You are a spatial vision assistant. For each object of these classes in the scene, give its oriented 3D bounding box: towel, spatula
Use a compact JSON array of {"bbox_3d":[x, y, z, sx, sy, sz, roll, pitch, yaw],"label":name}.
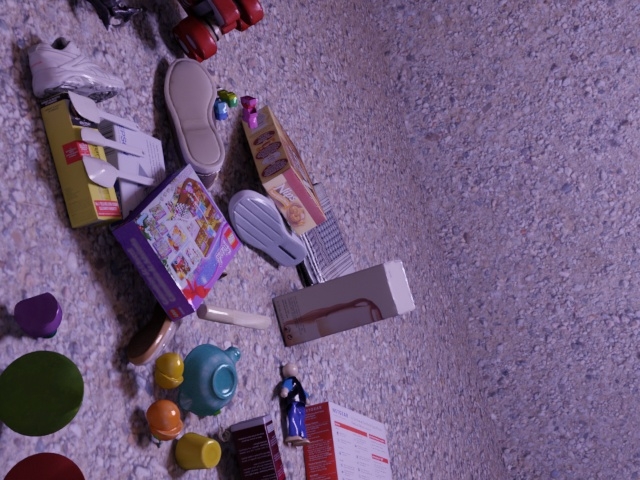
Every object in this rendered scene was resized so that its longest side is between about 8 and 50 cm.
[{"bbox_3d":[0.000,0.000,2.589,0.324,0.056,0.312,-29,101,-67],"label":"towel"},{"bbox_3d":[-0.375,-0.169,1.732,0.168,0.019,0.242,70,14,11],"label":"spatula"}]

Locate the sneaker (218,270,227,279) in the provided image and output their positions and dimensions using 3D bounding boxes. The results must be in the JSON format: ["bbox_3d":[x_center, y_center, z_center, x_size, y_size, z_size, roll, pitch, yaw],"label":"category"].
[{"bbox_3d":[-0.262,0.029,1.941,0.192,0.064,0.086,22,46,-63],"label":"sneaker"}]

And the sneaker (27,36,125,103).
[{"bbox_3d":[-0.440,-0.314,1.734,0.232,0.090,0.115,-3,73,-69],"label":"sneaker"}]

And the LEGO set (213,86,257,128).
[{"bbox_3d":[-0.228,-0.288,2.180,0.227,0.087,0.093,28,-48,54],"label":"LEGO set"}]

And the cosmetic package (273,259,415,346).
[{"bbox_3d":[0.058,0.151,2.285,0.153,0.296,0.129,-4,76,-67],"label":"cosmetic package"}]

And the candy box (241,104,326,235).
[{"bbox_3d":[-0.093,-0.177,2.333,0.183,0.087,0.316,55,9,-37],"label":"candy box"}]

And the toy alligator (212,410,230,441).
[{"bbox_3d":[-0.218,0.299,1.856,0.051,0.056,0.190,10,-63,65],"label":"toy alligator"}]

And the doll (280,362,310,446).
[{"bbox_3d":[-0.060,0.368,2.176,0.129,0.046,0.189,40,39,-55],"label":"doll"}]

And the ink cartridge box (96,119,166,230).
[{"bbox_3d":[-0.341,-0.105,1.863,0.224,0.045,0.223,24,51,-62],"label":"ink cartridge box"}]

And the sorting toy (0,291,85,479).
[{"bbox_3d":[-0.402,0.264,1.410,0.126,0.127,0.366,95,-14,-64],"label":"sorting toy"}]

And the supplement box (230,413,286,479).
[{"bbox_3d":[-0.111,0.473,1.895,0.130,0.073,0.239,66,9,-81],"label":"supplement box"}]

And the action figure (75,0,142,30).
[{"bbox_3d":[-0.404,-0.510,1.912,0.275,0.141,0.164,-25,107,-42],"label":"action figure"}]

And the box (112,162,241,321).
[{"bbox_3d":[-0.263,-0.003,1.802,0.201,0.057,0.293,58,23,-14],"label":"box"}]

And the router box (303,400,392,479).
[{"bbox_3d":[0.076,0.570,2.300,0.335,0.082,0.301,37,41,-56],"label":"router box"}]

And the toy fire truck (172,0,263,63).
[{"bbox_3d":[-0.274,-0.546,2.109,0.254,0.169,0.302,54,-9,-14],"label":"toy fire truck"}]

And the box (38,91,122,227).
[{"bbox_3d":[-0.422,-0.139,1.678,0.087,0.058,0.232,0,73,-70],"label":"box"}]

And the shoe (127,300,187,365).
[{"bbox_3d":[-0.289,0.167,1.742,0.058,0.076,0.219,58,23,-20],"label":"shoe"}]

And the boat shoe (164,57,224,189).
[{"bbox_3d":[-0.277,-0.255,2.065,0.097,0.116,0.324,111,-32,-52],"label":"boat shoe"}]

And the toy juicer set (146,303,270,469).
[{"bbox_3d":[-0.228,0.239,1.753,0.209,0.089,0.329,44,56,-40],"label":"toy juicer set"}]

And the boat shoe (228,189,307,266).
[{"bbox_3d":[-0.136,-0.037,2.263,0.094,0.109,0.302,58,5,39],"label":"boat shoe"}]
